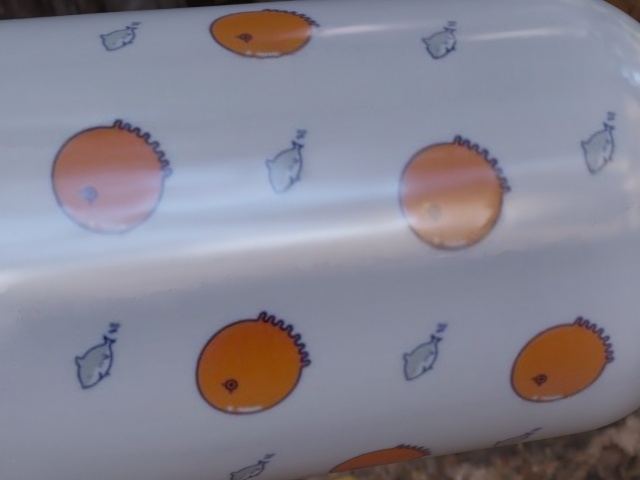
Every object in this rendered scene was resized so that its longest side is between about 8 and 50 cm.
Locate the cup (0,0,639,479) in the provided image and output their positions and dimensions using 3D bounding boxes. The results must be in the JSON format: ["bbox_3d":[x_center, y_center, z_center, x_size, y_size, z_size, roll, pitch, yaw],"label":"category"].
[{"bbox_3d":[0.000,0.000,0.690,0.317,0.212,0.212,-6,20,-10],"label":"cup"}]
